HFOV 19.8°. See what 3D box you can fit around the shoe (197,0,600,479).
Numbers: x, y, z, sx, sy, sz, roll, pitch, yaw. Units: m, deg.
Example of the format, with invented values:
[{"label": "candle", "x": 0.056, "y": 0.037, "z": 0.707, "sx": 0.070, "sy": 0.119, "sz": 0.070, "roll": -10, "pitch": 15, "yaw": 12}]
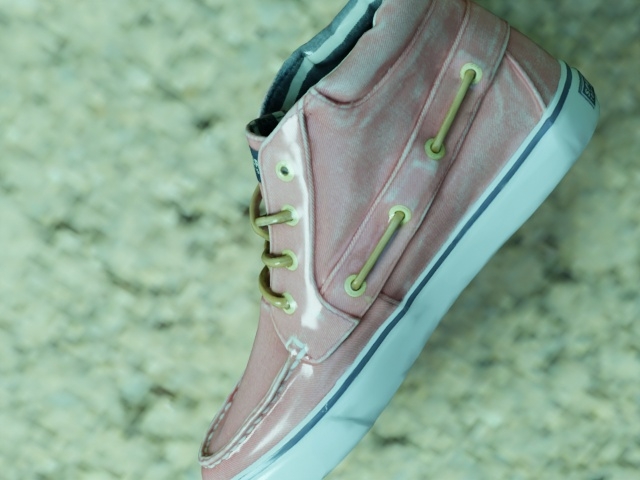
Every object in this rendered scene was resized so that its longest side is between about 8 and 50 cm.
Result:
[{"label": "shoe", "x": 0.000, "y": 0.000, "z": 0.562, "sx": 0.081, "sy": 0.063, "sz": 0.178, "roll": 36, "pitch": 99, "yaw": -17}]
